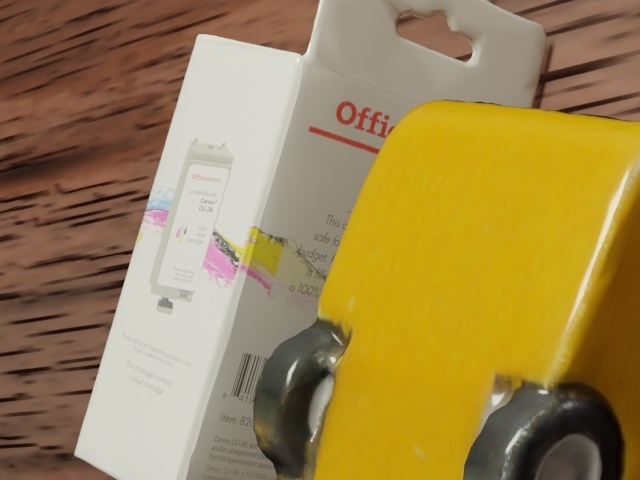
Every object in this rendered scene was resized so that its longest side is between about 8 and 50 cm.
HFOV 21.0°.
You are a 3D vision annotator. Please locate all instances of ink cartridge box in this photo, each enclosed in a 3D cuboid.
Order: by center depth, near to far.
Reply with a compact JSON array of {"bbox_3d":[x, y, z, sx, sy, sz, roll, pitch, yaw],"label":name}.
[{"bbox_3d":[0.000,0.000,0.622,0.067,0.115,0.198,18,91,50],"label":"ink cartridge box"}]

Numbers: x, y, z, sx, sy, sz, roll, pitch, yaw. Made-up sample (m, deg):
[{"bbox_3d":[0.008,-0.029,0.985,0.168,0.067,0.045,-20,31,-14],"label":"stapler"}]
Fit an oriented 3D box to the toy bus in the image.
[{"bbox_3d":[0.044,0.127,0.521,0.108,0.130,0.333,13,88,48],"label":"toy bus"}]
